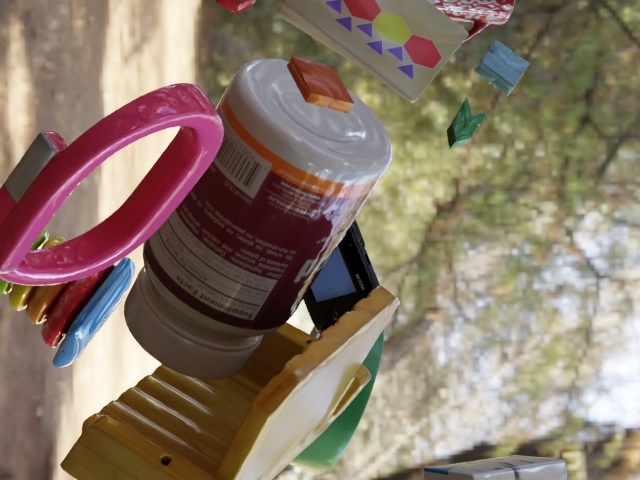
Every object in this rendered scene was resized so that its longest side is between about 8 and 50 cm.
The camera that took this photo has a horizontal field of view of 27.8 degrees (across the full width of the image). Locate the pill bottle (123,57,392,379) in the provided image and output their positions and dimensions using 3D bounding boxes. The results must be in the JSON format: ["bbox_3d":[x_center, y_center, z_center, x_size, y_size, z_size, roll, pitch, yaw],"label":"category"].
[{"bbox_3d":[-0.093,-0.018,1.678,0.392,0.224,0.224,-57,-157,30],"label":"pill bottle"}]

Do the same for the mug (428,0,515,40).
[{"bbox_3d":[0.205,-0.376,2.015,0.113,0.169,0.150,-105,-156,-53],"label":"mug"}]

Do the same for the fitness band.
[{"bbox_3d":[-0.211,-0.046,1.251,0.291,0.209,0.054,-46,-112,37],"label":"fitness band"}]

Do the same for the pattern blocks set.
[{"bbox_3d":[0.050,-0.227,1.324,0.285,0.325,0.026,-41,172,-38],"label":"pattern blocks set"}]

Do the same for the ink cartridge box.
[{"bbox_3d":[0.300,0.422,2.210,0.148,0.203,0.086,-9,-95,59],"label":"ink cartridge box"}]

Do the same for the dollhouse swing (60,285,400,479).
[{"bbox_3d":[-0.114,0.166,1.675,0.347,0.315,0.305,-36,146,-46],"label":"dollhouse swing"}]

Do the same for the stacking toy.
[{"bbox_3d":[-0.444,0.033,1.936,0.166,0.301,0.175,-57,-177,-34],"label":"stacking toy"}]

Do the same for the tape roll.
[{"bbox_3d":[0.016,0.264,2.374,0.321,0.077,0.321,-159,-90,-78],"label":"tape roll"}]

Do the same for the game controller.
[{"bbox_3d":[0.000,0.000,1.937,0.166,0.067,0.319,-17,-83,60],"label":"game controller"}]
